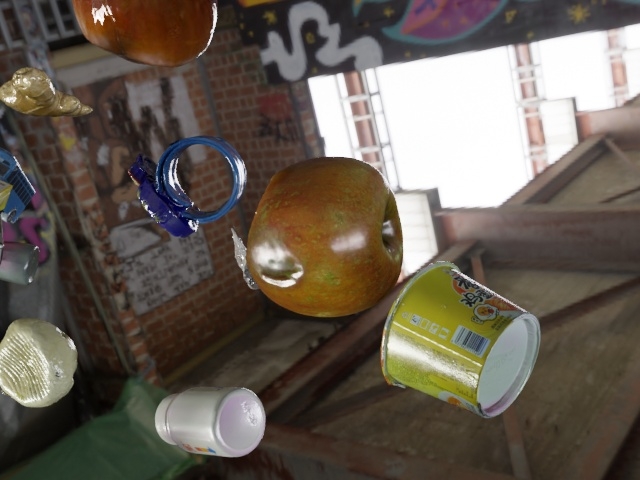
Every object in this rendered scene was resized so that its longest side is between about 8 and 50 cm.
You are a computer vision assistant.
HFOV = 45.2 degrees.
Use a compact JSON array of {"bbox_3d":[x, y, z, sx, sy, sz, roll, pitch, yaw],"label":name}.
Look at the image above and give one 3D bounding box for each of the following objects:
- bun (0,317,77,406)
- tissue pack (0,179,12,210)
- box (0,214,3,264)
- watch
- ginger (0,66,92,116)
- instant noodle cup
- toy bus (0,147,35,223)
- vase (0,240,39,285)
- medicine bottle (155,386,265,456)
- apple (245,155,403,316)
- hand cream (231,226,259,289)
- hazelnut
[{"bbox_3d":[-0.763,0.324,2.091,0.259,0.259,0.160,-5,-174,27],"label":"bun"},{"bbox_3d":[-0.779,-0.120,1.677,0.176,0.062,0.095,24,-165,-8],"label":"tissue pack"},{"bbox_3d":[-0.741,-0.024,1.373,0.325,0.047,0.180,9,-165,-26],"label":"box"},{"bbox_3d":[-0.252,-0.120,1.508,0.200,0.196,0.171,-37,-164,9],"label":"watch"},{"bbox_3d":[-0.590,-0.306,1.664,0.148,0.081,0.334,-13,176,10],"label":"ginger"},{"bbox_3d":[0.267,0.189,1.416,0.200,0.264,0.264,23,-142,39],"label":"instant noodle cup"},{"bbox_3d":[-0.811,-0.145,1.931,0.133,0.116,0.234,-58,178,-19],"label":"toy bus"},{"bbox_3d":[-0.698,0.032,1.579,0.214,0.086,0.086,11,-164,-7],"label":"vase"},{"bbox_3d":[-0.288,0.458,1.954,0.293,0.170,0.170,-12,-166,45],"label":"medicine bottle"},{"bbox_3d":[0.000,0.000,1.036,0.207,0.237,0.237,-6,-161,17],"label":"apple"},{"bbox_3d":[-0.175,0.059,1.860,0.050,0.084,0.257,-27,154,-5],"label":"hand cream"},{"bbox_3d":[-0.377,-0.551,1.653,0.315,0.372,0.372,-23,-161,-18],"label":"hazelnut"}]
